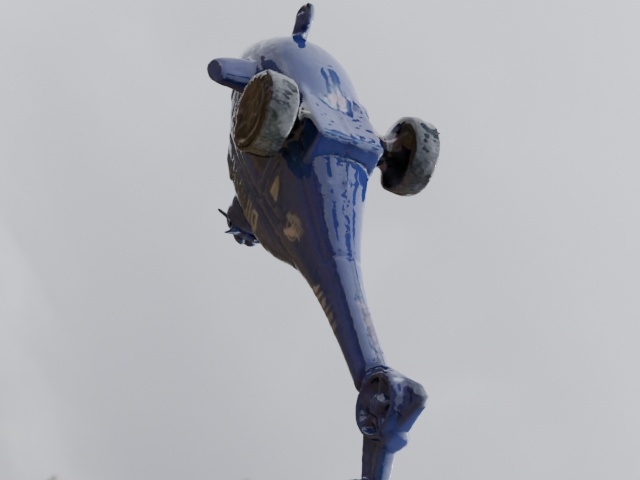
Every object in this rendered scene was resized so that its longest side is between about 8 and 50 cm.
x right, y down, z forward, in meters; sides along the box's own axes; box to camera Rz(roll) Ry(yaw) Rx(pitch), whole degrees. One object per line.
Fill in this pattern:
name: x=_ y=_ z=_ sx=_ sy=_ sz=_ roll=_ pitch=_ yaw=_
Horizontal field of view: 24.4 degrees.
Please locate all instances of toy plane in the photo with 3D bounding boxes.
toy plane: x=0.000 y=0.000 z=0.380 sx=0.062 sy=0.054 sz=0.167 roll=-58 pitch=-148 yaw=30
